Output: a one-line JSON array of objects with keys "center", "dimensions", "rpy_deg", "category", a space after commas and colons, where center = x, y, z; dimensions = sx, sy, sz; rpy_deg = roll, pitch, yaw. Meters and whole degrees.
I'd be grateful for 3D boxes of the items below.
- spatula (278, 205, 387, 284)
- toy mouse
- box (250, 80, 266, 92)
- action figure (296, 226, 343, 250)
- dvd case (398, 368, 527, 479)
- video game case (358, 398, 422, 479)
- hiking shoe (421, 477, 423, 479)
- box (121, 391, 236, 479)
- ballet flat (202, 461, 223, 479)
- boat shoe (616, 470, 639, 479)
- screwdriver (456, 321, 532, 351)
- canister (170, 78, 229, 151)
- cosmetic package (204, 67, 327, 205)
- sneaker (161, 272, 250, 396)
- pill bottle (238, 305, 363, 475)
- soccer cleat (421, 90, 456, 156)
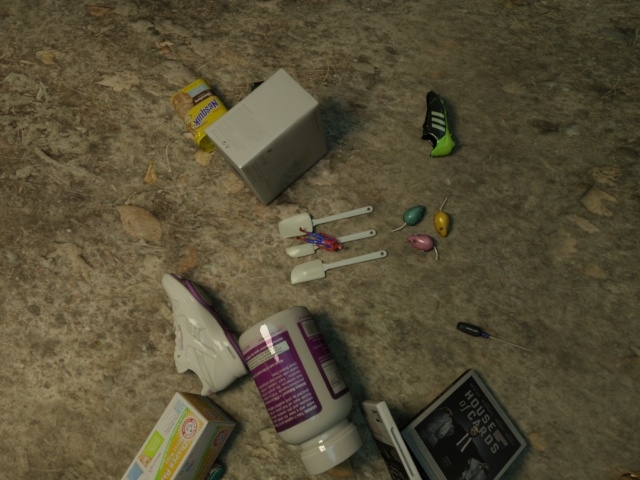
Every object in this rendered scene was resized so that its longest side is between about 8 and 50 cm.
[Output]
[{"center": [0.028, -0.001, 0.990], "dimensions": [0.242, 0.019, 0.168], "rpy_deg": [-14, 73, 2], "category": "spatula"}, {"center": [0.241, -0.032, 0.969], "dimensions": [0.143, 0.031, 0.161], "rpy_deg": [-1, 75, 6], "category": "toy mouse"}, {"center": [-0.153, -0.383, 1.097], "dimensions": [0.062, 0.052, 0.083], "rpy_deg": [-7, 73, 4], "category": "box"}, {"center": [0.000, 0.000, 0.972], "dimensions": [0.115, 0.030, 0.038], "rpy_deg": [18, 76, 5], "category": "action figure"}, {"center": [0.281, 0.391, 0.791], "dimensions": [0.238, 0.029, 0.179], "rpy_deg": [-24, 71, -32], "category": "dvd case"}, {"center": [0.135, 0.396, 0.781], "dimensions": [0.022, 0.190, 0.173], "rpy_deg": [-22, 73, -13], "category": "video game case"}, {"center": [0.206, 0.579, 0.785], "dimensions": [0.304, 0.113, 0.132], "rpy_deg": [-46, 106, -14], "category": "hiking shoe"}, {"center": [-0.292, 0.440, 0.843], "dimensions": [0.114, 0.103, 0.203], "rpy_deg": [24, 77, 32], "category": "box"}, {"center": [-0.251, 0.530, 0.868], "dimensions": [0.041, 0.041, 0.114], "rpy_deg": [29, 79, 13], "category": "ballet flat"}, {"center": [0.607, 0.493, 0.741], "dimensions": [0.341, 0.121, 0.110], "rpy_deg": [-21, 74, 1], "category": "boat shoe"}, {"center": [0.385, 0.219, 0.892], "dimensions": [0.170, 0.024, 0.025], "rpy_deg": [22, 49, 9], "category": "screwdriver"}, {"center": [-0.314, -0.340, 1.091], "dimensions": [0.126, 0.073, 0.170], "rpy_deg": [-36, 73, -5], "category": "canister"}, {"center": [-0.113, -0.234, 0.962], "dimensions": [0.224, 0.224, 0.138], "rpy_deg": [-43, 74, -6], "category": "cosmetic package"}, {"center": [-0.295, 0.208, 0.915], "dimensions": [0.152, 0.114, 0.305], "rpy_deg": [-38, 74, -6], "category": "sneaker"}, {"center": [-0.037, 0.303, 0.835], "dimensions": [0.169, 0.169, 0.301], "rpy_deg": [-27, 73, -2], "category": "pill bottle"}, {"center": [0.287, -0.298, 1.025], "dimensions": [0.072, 0.060, 0.179], "rpy_deg": [-12, 77, 4], "category": "soccer cleat"}]
